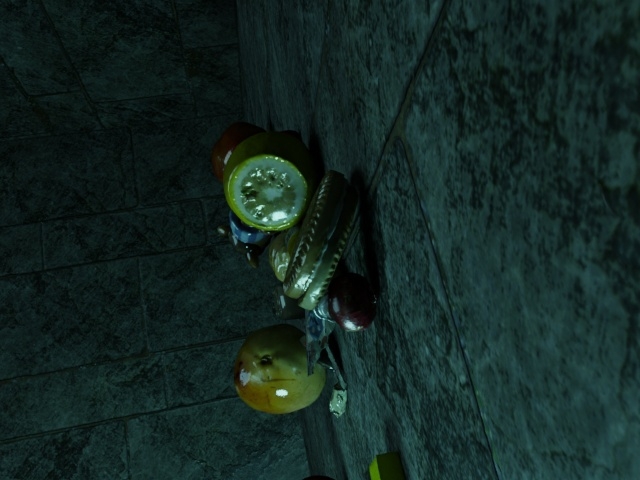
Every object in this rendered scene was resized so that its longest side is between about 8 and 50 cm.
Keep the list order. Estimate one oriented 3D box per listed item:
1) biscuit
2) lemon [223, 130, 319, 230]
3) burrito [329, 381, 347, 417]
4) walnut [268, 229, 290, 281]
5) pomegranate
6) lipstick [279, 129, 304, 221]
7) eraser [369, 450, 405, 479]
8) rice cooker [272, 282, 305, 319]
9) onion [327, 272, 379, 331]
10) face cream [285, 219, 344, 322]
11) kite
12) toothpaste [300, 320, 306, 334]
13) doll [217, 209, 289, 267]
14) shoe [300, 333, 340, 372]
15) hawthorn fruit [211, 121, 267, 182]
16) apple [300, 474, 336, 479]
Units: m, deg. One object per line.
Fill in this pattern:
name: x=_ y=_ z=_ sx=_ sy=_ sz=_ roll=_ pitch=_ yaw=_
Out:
biscuit: x=0.000 y=0.000 z=1.023 sx=0.259 sy=0.079 sz=0.259 roll=-160 pitch=90 yaw=-85
lemon: x=-0.119 y=-0.156 z=1.405 sx=0.219 sy=0.240 sz=0.240 roll=-88 pitch=-6 yaw=-63
burrito: x=0.049 y=0.425 z=1.527 sx=0.055 sy=0.041 sz=0.149 roll=55 pitch=153 yaw=40
walnut: x=-0.080 y=0.051 z=1.631 sx=0.166 sy=0.149 sz=0.166 roll=24 pitch=133 yaw=28
pomegranate: x=-0.129 y=0.415 z=1.830 sx=0.319 sy=0.319 sz=0.319 roll=171 pitch=90 yaw=-81
lipstick: x=-0.068 y=-0.175 z=1.567 sx=0.073 sy=0.073 sz=0.279 roll=104 pitch=155 yaw=-69
eraser: x=0.127 y=0.457 z=1.055 sx=0.122 sy=0.045 sz=0.097 roll=93 pitch=165 yaw=-58
rice cooker: x=-0.099 y=0.208 z=1.974 sx=0.206 sy=0.127 sz=0.145 roll=148 pitch=113 yaw=-71
onion: x=0.059 y=0.106 z=0.995 sx=0.107 sy=0.097 sz=0.107 roll=33 pitch=-135 yaw=-41
face cream: x=-0.005 y=0.072 z=1.306 sx=0.348 sy=0.105 sz=0.105 roll=-115 pitch=19 yaw=-60
kite: x=0.007 y=0.247 z=1.437 sx=0.335 sy=0.011 sz=0.314 roll=110 pitch=148 yaw=-42
toothpaste: x=-0.060 y=0.378 z=2.126 sx=0.323 sy=0.066 sz=0.100 roll=112 pitch=145 yaw=-64
doll: x=-0.206 y=-0.086 z=1.984 sx=0.209 sy=0.318 sz=0.339 roll=-48 pitch=-13 yaw=-49
shoe: x=0.010 y=0.295 z=1.571 sx=0.077 sy=0.074 sz=0.194 roll=-56 pitch=30 yaw=1
hawthorn fruit: x=-0.302 y=-0.327 z=2.308 sx=0.330 sy=0.287 sz=0.287 roll=-130 pitch=32 yaw=-62
apple: x=-0.003 y=0.843 z=1.732 sx=0.218 sy=0.218 sz=0.201 roll=-113 pitch=11 yaw=-57
